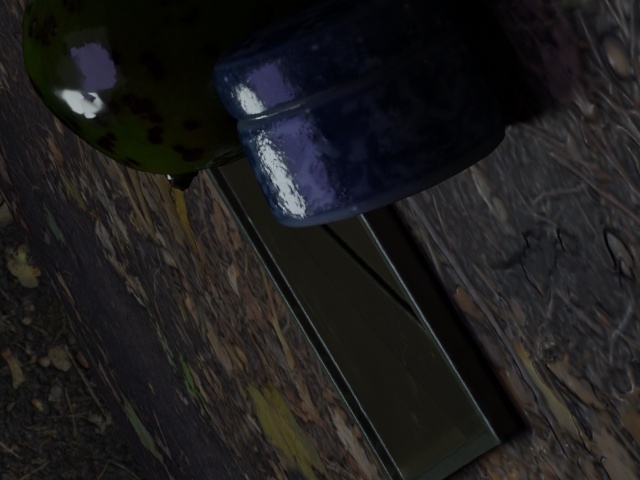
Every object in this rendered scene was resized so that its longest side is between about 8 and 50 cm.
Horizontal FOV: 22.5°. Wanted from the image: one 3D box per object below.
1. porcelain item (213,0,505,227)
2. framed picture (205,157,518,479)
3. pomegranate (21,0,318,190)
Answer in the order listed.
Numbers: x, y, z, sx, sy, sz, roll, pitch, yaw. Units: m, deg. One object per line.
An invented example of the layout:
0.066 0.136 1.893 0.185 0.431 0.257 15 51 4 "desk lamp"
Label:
0.021 -0.085 0.924 0.114 0.147 0.147 67 163 -10 "porcelain item"
0.000 0.000 1.332 0.446 0.028 0.326 59 163 9 "framed picture"
-0.097 -0.164 1.087 0.211 0.211 0.263 -176 82 -71 "pomegranate"
